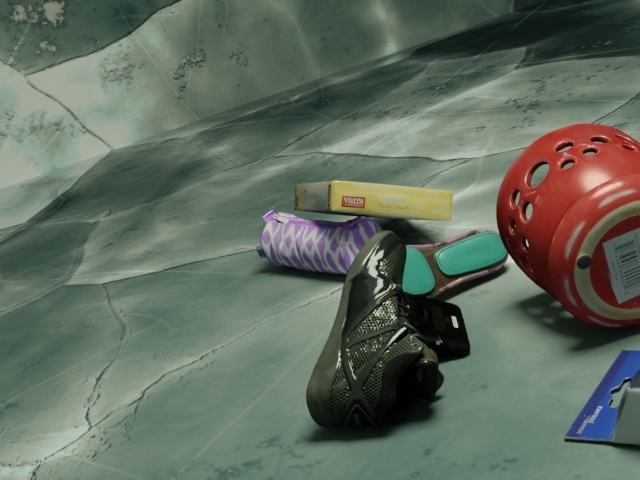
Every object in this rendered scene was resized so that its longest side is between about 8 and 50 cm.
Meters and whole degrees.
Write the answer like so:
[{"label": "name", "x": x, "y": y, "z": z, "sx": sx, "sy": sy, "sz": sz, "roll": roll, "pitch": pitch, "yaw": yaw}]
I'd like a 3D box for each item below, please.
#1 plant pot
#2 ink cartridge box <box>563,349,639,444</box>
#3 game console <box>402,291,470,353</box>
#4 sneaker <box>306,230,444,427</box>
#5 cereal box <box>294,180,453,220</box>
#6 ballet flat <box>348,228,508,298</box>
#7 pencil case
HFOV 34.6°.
[{"label": "plant pot", "x": 0.305, "y": -0.012, "z": 1.096, "sx": 0.191, "sy": 0.191, "sz": 0.174, "roll": -18, "pitch": 25, "yaw": -4}, {"label": "ink cartridge box", "x": 0.381, "y": 0.113, "z": 0.861, "sx": 0.332, "sy": 0.065, "sz": 0.165, "roll": -4, "pitch": 23, "yaw": 37}, {"label": "game console", "x": 0.106, "y": 0.115, "z": 1.173, "sx": 0.107, "sy": 0.071, "sz": 0.122, "roll": 13, "pitch": 20, "yaw": -4}, {"label": "sneaker", "x": 0.079, "y": 0.093, "z": 1.066, "sx": 0.130, "sy": 0.087, "sz": 0.228, "roll": 2, "pitch": 53, "yaw": 27}, {"label": "cereal box", "x": 0.070, "y": -0.057, "z": 1.477, "sx": 0.172, "sy": 0.047, "sz": 0.240, "roll": 4, "pitch": 2, "yaw": -13}, {"label": "ballet flat", "x": 0.131, "y": 0.040, "z": 1.282, "sx": 0.221, "sy": 0.077, "sz": 0.079, "roll": -15, "pitch": -18, "yaw": -22}, {"label": "pencil case", "x": 0.000, "y": 0.000, "z": 1.476, "sx": 0.206, "sy": 0.088, "sz": 0.086, "roll": 6, "pitch": 31, "yaw": 47}]
